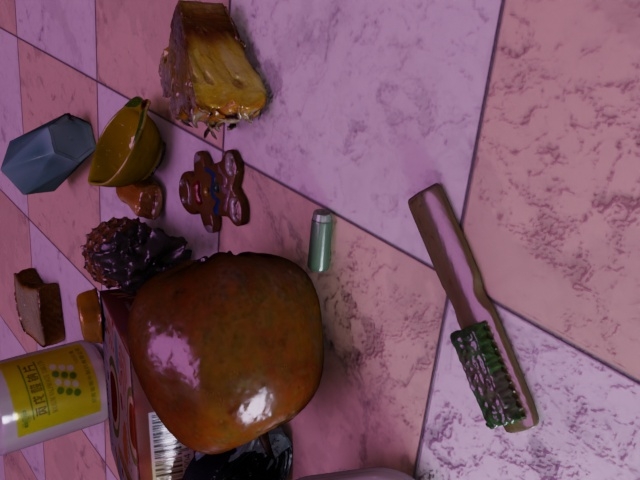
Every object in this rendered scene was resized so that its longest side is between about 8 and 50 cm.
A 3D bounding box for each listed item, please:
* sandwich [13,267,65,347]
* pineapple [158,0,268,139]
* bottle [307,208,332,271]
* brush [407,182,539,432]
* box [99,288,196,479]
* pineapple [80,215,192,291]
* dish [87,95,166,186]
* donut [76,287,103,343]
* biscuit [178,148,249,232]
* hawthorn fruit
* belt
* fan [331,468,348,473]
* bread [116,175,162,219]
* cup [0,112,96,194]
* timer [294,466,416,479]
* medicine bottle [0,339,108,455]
[{"bbox_3d":[-0.778,0.185,2.068,0.214,0.065,0.186,12,110,50],"label":"sandwich"},{"bbox_3d":[-0.174,-0.254,1.103,0.236,0.114,0.186,41,131,43],"label":"pineapple"},{"bbox_3d":[0.000,0.000,1.014,0.030,0.030,0.083,28,121,46],"label":"bottle"},{"bbox_3d":[0.158,0.075,0.820,0.054,0.048,0.282,-34,72,49],"label":"brush"},{"bbox_3d":[-0.301,0.297,1.339,0.385,0.122,0.345,-153,60,-64],"label":"box"},{"bbox_3d":[-0.322,0.022,1.338,0.310,0.170,0.141,-2,84,61],"label":"pineapple"},{"bbox_3d":[-0.337,-0.164,1.351,0.207,0.080,0.149,-43,46,26],"label":"dish"},{"bbox_3d":[-0.440,0.147,1.431,0.097,0.043,0.108,-140,45,-62],"label":"donut"},{"bbox_3d":[-0.186,-0.080,1.238,0.205,0.031,0.138,5,104,54],"label":"biscuit"},{"bbox_3d":[-0.122,0.164,1.028,0.267,0.267,0.301,-22,84,53],"label":"hawthorn fruit"},{"bbox_3d":[-0.131,0.366,1.176,0.078,0.198,0.151,21,154,48],"label":"belt"},{"bbox_3d":[0.089,0.531,1.068,0.233,0.012,0.415,-26,78,54],"label":"fan"},{"bbox_3d":[-0.346,-0.093,1.425,0.132,0.053,0.074,31,120,44],"label":"bread"},{"bbox_3d":[-0.595,-0.198,1.669,0.235,0.134,0.148,-18,60,45],"label":"cup"},{"bbox_3d":[0.053,0.424,0.954,0.237,0.087,0.262,-14,89,18],"label":"timer"},{"bbox_3d":[-0.699,0.378,1.759,0.213,0.378,0.214,22,118,49],"label":"medicine bottle"}]
